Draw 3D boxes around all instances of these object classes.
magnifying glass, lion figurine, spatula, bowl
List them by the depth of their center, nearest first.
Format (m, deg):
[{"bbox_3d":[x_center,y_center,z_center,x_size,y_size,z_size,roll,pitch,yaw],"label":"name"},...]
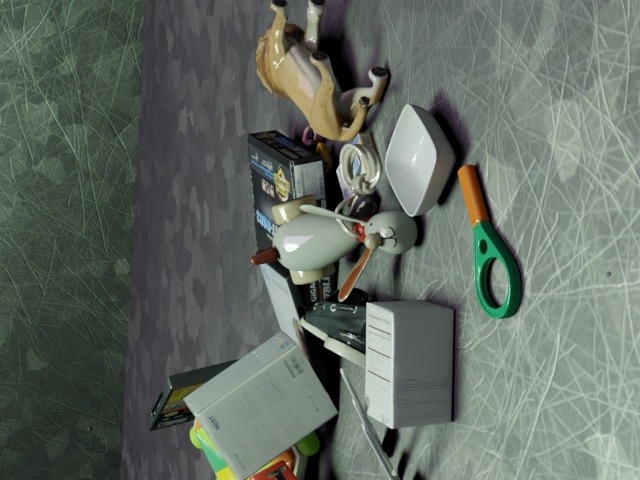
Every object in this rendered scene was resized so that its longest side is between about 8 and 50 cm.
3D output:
[{"bbox_3d":[0.234,0.000,1.458,0.092,0.026,0.231,128,133,-57],"label":"magnifying glass"},{"bbox_3d":[0.157,-0.124,1.590,0.142,0.053,0.142,-114,32,-41],"label":"bowl"},{"bbox_3d":[0.093,0.326,1.675,0.168,0.019,0.242,-112,-2,-50],"label":"spatula"},{"bbox_3d":[-0.013,-0.287,1.885,0.240,0.142,0.392,101,151,-45],"label":"lion figurine"}]

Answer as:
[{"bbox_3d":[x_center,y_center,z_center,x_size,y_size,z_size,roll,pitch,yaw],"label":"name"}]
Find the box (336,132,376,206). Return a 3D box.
[{"bbox_3d":[0.064,-0.121,1.848,0.136,0.028,0.081,124,138,-52],"label":"box"}]

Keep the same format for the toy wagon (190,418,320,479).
[{"bbox_3d":[-0.123,0.445,2.122,0.267,0.068,0.344,-34,79,31],"label":"toy wagon"}]

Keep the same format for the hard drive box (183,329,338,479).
[{"bbox_3d":[-0.112,0.314,1.961,0.181,0.232,0.089,62,167,-23],"label":"hard drive box"}]

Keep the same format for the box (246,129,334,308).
[{"bbox_3d":[-0.063,-0.050,2.053,0.295,0.073,0.293,-142,46,-63],"label":"box"}]

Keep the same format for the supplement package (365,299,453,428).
[{"bbox_3d":[0.136,0.188,1.595,0.105,0.105,0.179,-166,76,-69],"label":"supplement package"}]

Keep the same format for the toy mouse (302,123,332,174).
[{"bbox_3d":[-0.012,-0.171,2.021,0.143,0.031,0.161,-162,72,-66],"label":"toy mouse"}]

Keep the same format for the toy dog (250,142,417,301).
[{"bbox_3d":[0.000,0.000,1.751,0.220,0.161,0.333,59,145,7],"label":"toy dog"}]

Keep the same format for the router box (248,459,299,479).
[{"bbox_3d":[-0.055,0.640,1.992,0.301,0.082,0.335,48,139,28],"label":"router box"}]

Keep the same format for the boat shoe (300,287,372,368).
[{"bbox_3d":[0.050,0.137,1.791,0.113,0.127,0.340,-62,6,-1],"label":"boat shoe"}]

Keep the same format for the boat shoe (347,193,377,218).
[{"bbox_3d":[0.069,-0.030,1.823,0.038,0.046,0.125,-113,39,-51],"label":"boat shoe"}]

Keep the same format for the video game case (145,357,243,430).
[{"bbox_3d":[-0.229,0.328,2.263,0.035,0.274,0.248,67,151,23],"label":"video game case"}]

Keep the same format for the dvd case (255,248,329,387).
[{"bbox_3d":[-0.056,0.154,2.047,0.180,0.022,0.253,35,145,63],"label":"dvd case"}]
